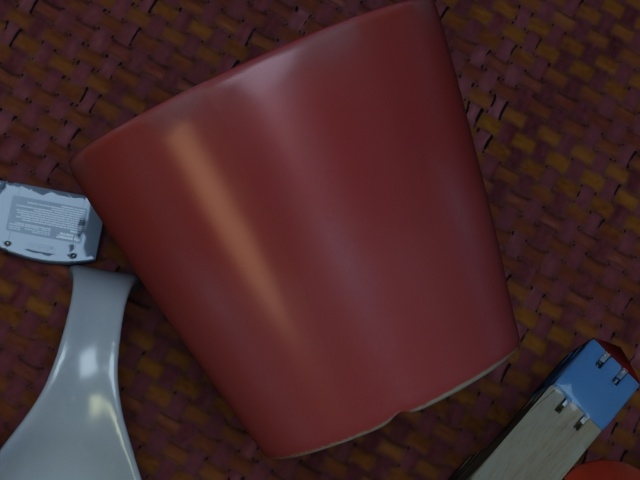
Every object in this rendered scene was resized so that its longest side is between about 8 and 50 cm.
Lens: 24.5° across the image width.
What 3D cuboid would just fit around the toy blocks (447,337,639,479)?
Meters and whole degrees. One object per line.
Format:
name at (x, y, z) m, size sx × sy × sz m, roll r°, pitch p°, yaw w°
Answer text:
toy blocks at (0.213, 0.252, 1.030) m, size 0.381 × 0.191 × 0.261 m, roll 45°, pitch 65°, yaw 4°

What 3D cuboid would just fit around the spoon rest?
spoon rest at (-0.175, 0.148, 1.030) m, size 0.137 × 0.084 × 0.276 m, roll 8°, pitch 76°, yaw -6°

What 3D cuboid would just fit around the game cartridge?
game cartridge at (-0.204, -0.011, 1.095) m, size 0.083 × 0.017 × 0.056 m, roll 11°, pitch 73°, yaw -5°

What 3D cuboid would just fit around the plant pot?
plant pot at (0.000, 0.000, 1.010) m, size 0.274 × 0.275 × 0.243 m, roll -24°, pitch 92°, yaw -12°
